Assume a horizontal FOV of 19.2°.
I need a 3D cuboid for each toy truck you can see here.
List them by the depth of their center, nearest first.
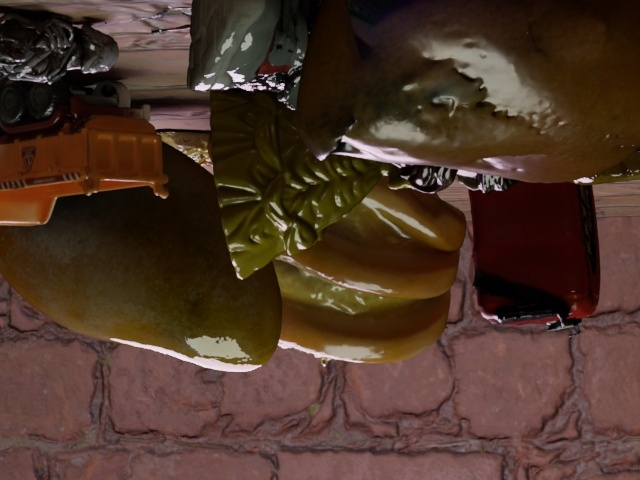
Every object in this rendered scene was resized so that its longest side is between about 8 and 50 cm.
[{"bbox_3d":[-0.270,-0.082,1.813,0.270,0.135,0.114,-4,175,44],"label":"toy truck"}]

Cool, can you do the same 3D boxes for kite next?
[{"bbox_3d":[-0.061,-0.172,1.448,0.160,0.010,0.183,-6,177,26],"label":"kite"}]

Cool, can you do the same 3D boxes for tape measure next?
[{"bbox_3d":[0.217,-0.022,1.930,0.114,0.253,0.260,-6,170,13],"label":"tape measure"}]

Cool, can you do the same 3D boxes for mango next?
[{"bbox_3d":[0.118,-0.118,1.211,0.201,0.152,0.287,-3,175,43],"label":"mango"},{"bbox_3d":[-0.202,0.004,1.981,0.384,0.221,0.199,35,166,16],"label":"mango"}]

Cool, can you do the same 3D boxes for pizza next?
[{"bbox_3d":[-0.169,-0.106,2.218,0.160,0.036,0.099,1,176,-28],"label":"pizza"}]

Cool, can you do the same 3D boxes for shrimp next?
[{"bbox_3d":[-0.225,-0.147,1.456,0.065,0.056,0.165,15,-165,32],"label":"shrimp"}]

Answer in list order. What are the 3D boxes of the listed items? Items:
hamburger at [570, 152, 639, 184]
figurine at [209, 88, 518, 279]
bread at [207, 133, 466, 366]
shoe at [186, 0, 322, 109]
[{"bbox_3d":[0.288,-0.114,1.566,0.215,0.122,0.189,-6,-179,22],"label":"hamburger"},{"bbox_3d":[0.064,-0.081,1.797,0.315,0.168,0.187,-9,-142,7],"label":"figurine"},{"bbox_3d":[0.000,0.000,2.087,0.316,0.270,0.211,22,-141,14],"label":"bread"},{"bbox_3d":[-0.025,-0.138,1.247,0.125,0.099,0.227,8,-179,-5],"label":"shoe"}]
